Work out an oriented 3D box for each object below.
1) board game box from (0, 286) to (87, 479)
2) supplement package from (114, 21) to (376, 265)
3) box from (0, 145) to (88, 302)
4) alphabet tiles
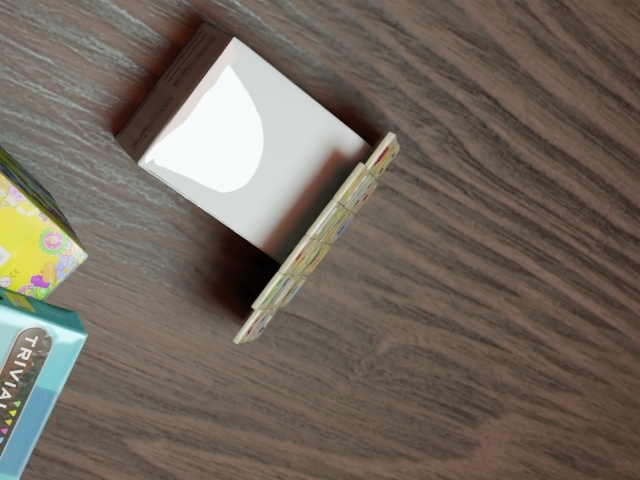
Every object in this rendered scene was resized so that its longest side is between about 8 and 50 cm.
[{"bbox_3d":[-0.458,0.146,1.311,0.336,0.079,0.253,23,98,-26],"label":"board game box"},{"bbox_3d":[-0.099,-0.127,1.641,0.262,0.145,0.204,36,92,-28],"label":"supplement package"},{"bbox_3d":[-0.464,0.022,1.469,0.290,0.279,0.177,-45,117,-4],"label":"box"},{"bbox_3d":[0.000,0.000,1.668,0.011,0.285,0.342,37,92,7],"label":"alphabet tiles"}]
